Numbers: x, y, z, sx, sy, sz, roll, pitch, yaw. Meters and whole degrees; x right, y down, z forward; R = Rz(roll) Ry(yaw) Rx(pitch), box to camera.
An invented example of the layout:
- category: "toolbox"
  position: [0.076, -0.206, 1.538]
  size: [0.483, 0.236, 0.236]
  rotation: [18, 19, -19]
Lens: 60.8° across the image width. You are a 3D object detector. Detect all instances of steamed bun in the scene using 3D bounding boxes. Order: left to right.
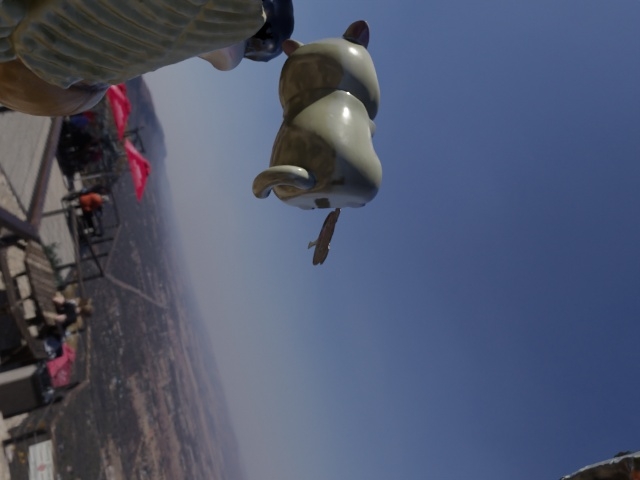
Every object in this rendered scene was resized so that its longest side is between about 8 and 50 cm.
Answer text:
- category: "steamed bun"
  position: [-0.182, -0.265, 0.412]
  size: [0.203, 0.289, 0.276]
  rotation: [64, -28, 11]

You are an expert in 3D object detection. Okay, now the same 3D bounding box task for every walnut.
- category: "walnut"
  position: [-0.331, -0.247, 0.620]
  size: [0.225, 0.193, 0.193]
  rotation: [37, -22, 8]

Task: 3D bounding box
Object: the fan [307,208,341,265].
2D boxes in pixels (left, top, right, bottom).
- category: "fan"
  position: [0.000, 0.000, 1.364]
  size: [0.226, 0.008, 0.153]
  rotation: [149, -41, -71]

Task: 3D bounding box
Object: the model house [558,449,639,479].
- category: "model house"
  position: [0.257, 0.370, 0.575]
  size: [0.271, 0.300, 0.190]
  rotation: [104, -33, -58]

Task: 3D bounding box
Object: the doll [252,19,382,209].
- category: "doll"
  position: [0.011, -0.216, 1.056]
  size: [0.226, 0.215, 0.370]
  rotation: [43, 49, -49]

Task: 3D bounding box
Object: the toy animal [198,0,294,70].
- category: "toy animal"
  position: [-0.202, -0.483, 1.197]
  size: [0.212, 0.266, 0.213]
  rotation: [41, -39, 44]
